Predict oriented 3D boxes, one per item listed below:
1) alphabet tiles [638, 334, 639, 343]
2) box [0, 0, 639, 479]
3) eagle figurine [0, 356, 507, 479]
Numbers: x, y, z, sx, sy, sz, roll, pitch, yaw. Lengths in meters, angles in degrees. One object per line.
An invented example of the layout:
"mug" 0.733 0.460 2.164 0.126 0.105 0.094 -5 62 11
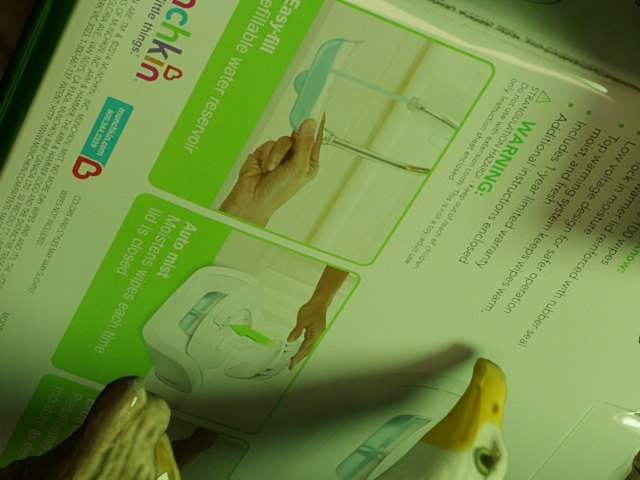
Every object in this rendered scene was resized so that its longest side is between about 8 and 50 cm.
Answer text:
"alphabet tiles" 0.229 -0.082 0.463 0.285 0.011 0.342 -15 139 -35
"box" 0.000 0.000 0.560 0.231 0.127 0.262 19 127 -16
"eagle figurine" 0.024 0.144 0.484 0.298 0.226 0.225 38 102 -20
